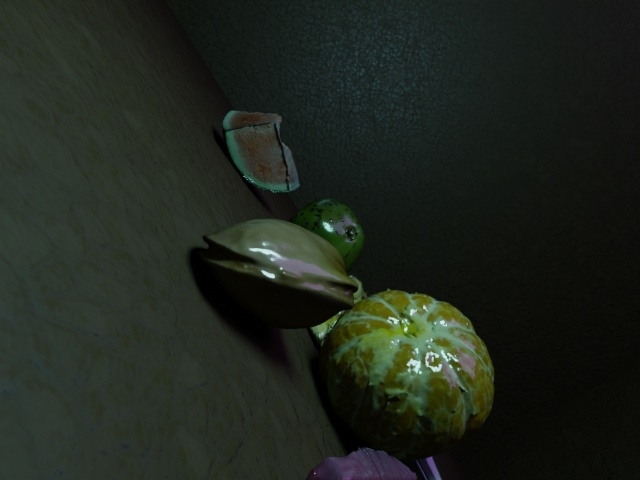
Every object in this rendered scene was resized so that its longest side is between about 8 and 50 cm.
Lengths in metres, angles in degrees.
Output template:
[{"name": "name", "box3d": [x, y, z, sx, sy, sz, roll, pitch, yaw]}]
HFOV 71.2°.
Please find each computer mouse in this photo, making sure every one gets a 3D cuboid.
[{"name": "computer mouse", "box3d": [0.173, 0.451, 0.952, 0.159, 0.097, 0.288, 87, -14, -55]}]

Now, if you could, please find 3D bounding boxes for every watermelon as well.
[{"name": "watermelon", "box3d": [-0.177, -0.270, 1.378, 0.318, 0.226, 0.148, 46, 34, -14]}]

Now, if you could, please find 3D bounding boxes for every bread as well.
[{"name": "bread", "box3d": [0.051, 0.175, 1.066, 0.140, 0.160, 0.169, 55, 5, -45]}]

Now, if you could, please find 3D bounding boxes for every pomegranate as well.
[{"name": "pomegranate", "box3d": [0.000, 0.000, 1.388, 0.254, 0.271, 0.254, 22, 60, -46]}]

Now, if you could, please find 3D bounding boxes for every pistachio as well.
[{"name": "pistachio", "box3d": [-0.075, 0.043, 0.681, 0.213, 0.162, 0.261, 5, -18, 46]}]

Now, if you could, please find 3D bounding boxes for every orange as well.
[{"name": "orange", "box3d": [0.161, 0.249, 0.863, 0.329, 0.330, 0.249, -117, -149, -51]}]

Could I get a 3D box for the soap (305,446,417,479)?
[{"name": "soap", "box3d": [0.058, 0.298, 0.407, 0.182, 0.112, 0.289, 46, 1, 38]}]
